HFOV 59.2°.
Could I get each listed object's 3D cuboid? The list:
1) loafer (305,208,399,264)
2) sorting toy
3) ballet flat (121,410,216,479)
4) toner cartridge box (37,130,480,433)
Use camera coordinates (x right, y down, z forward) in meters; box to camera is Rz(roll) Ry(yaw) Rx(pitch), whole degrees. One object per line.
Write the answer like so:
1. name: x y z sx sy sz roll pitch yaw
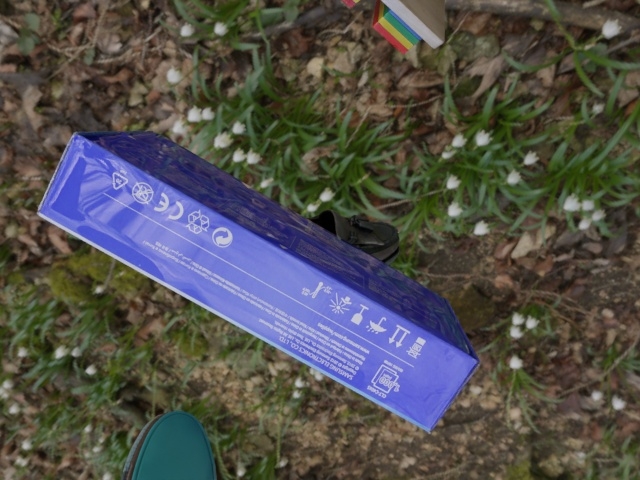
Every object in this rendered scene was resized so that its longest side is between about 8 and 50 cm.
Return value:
1. loafer: 0.000 0.000 0.717 0.096 0.268 0.084 36 128 47
2. sorting toy: 0.129 -0.521 1.114 0.257 0.255 0.089 30 140 -28
3. ballet flat: -0.107 0.235 0.398 0.079 0.077 0.221 -62 35 36
4. toner cartridge box: -0.041 0.020 0.500 0.348 0.075 0.165 30 -169 -2
